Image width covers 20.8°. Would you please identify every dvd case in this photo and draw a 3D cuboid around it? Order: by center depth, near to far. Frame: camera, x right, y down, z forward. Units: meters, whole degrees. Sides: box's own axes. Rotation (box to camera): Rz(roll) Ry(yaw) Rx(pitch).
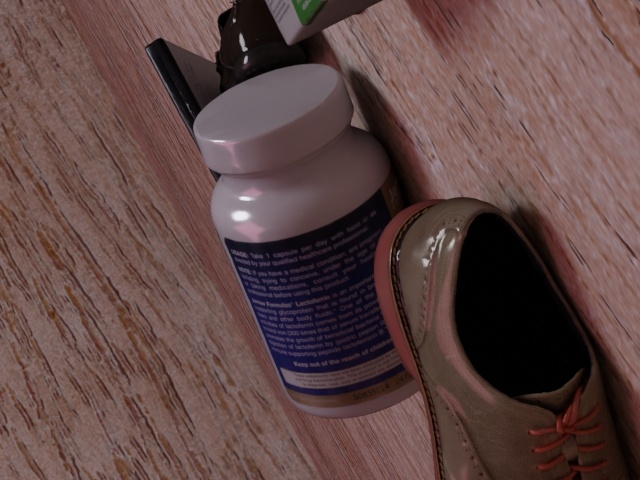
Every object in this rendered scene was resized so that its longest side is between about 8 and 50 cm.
[{"bbox_3d":[-0.067,-0.090,1.642,0.180,0.022,0.253,61,-166,14],"label":"dvd case"}]

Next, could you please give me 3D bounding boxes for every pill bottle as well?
[{"bbox_3d":[0.000,0.000,1.412,0.153,0.153,0.265,47,161,61],"label":"pill bottle"}]

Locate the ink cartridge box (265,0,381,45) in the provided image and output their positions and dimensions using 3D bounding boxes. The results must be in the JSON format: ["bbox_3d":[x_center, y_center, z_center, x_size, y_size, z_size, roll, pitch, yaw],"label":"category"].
[{"bbox_3d":[-0.021,-0.242,1.075,0.208,0.087,0.153,63,171,-1],"label":"ink cartridge box"}]

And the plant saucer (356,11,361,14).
[{"bbox_3d":[-0.018,-0.236,1.263,0.168,0.029,0.168,61,169,20],"label":"plant saucer"}]

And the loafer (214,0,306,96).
[{"bbox_3d":[-0.052,-0.169,1.517,0.220,0.080,0.078,151,106,-80],"label":"loafer"}]

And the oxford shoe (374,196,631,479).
[{"bbox_3d":[0.138,0.135,1.130,0.348,0.123,0.130,63,165,-3],"label":"oxford shoe"}]
